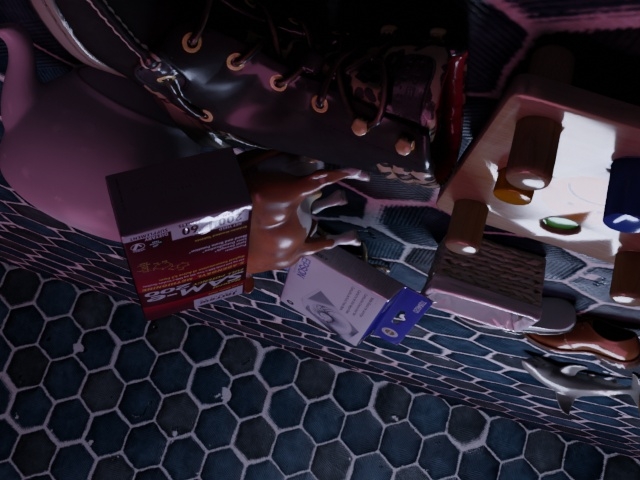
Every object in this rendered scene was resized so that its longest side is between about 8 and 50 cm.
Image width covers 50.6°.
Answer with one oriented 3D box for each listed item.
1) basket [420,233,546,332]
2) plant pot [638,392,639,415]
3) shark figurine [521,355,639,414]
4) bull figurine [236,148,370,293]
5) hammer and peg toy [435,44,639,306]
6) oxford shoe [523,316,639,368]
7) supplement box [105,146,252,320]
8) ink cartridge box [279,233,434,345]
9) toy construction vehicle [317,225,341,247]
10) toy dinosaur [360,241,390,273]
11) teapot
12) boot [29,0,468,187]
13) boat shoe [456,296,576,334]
[{"bbox_3d":[0.247,0.062,1.033,0.167,0.103,0.113,16,163,2],"label":"basket"},{"bbox_3d":[0.616,0.215,0.988,0.237,0.237,0.254,11,150,20],"label":"plant pot"},{"bbox_3d":[0.615,0.357,1.587,0.278,0.116,0.166,11,163,28],"label":"shark figurine"},{"bbox_3d":[-0.045,-0.029,0.886,0.188,0.101,0.310,-18,161,-9],"label":"bull figurine"},{"bbox_3d":[0.310,-0.035,0.628,0.361,0.127,0.266,17,161,1],"label":"hammer and peg toy"},{"bbox_3d":[0.470,0.165,1.230,0.212,0.076,0.076,9,131,34],"label":"oxford shoe"},{"bbox_3d":[-0.149,0.003,0.745,0.130,0.073,0.239,-16,158,-15],"label":"supplement box"},{"bbox_3d":[0.048,0.098,1.100,0.224,0.045,0.223,29,152,5],"label":"ink cartridge box"},{"bbox_3d":[0.000,0.000,1.217,0.098,0.035,0.086,25,173,-9],"label":"toy construction vehicle"},{"bbox_3d":[0.079,0.058,1.275,0.092,0.053,0.183,22,163,-8],"label":"toy dinosaur"},{"bbox_3d":[-0.240,-0.124,0.823,0.252,0.187,0.256,33,-167,12],"label":"teapot"},{"bbox_3d":[-0.033,-0.154,0.558,0.284,0.138,0.377,15,167,18],"label":"boot"},{"bbox_3d":[0.339,0.132,1.208,0.219,0.078,0.070,9,160,22],"label":"boat shoe"}]
